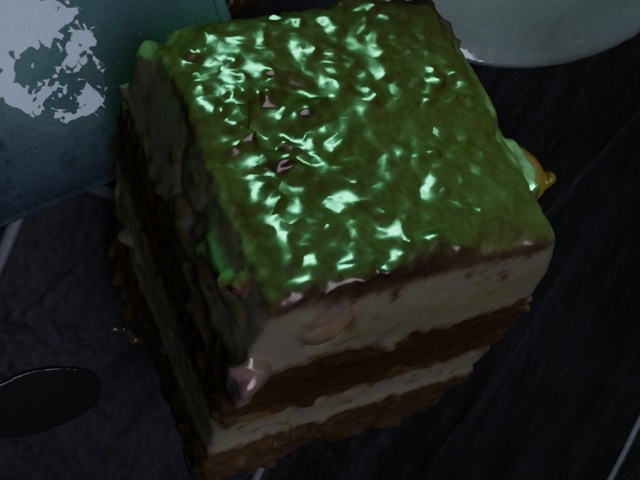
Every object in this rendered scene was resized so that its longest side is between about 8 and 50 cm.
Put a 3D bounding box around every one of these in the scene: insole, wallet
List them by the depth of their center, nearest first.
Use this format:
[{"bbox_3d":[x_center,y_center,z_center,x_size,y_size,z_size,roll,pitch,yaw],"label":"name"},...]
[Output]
[{"bbox_3d":[-0.193,-0.170,0.721,0.251,0.054,0.290,-22,120,-6],"label":"wallet"},{"bbox_3d":[-0.282,0.147,0.844,0.189,0.004,0.064,-7,111,-27],"label":"insole"}]

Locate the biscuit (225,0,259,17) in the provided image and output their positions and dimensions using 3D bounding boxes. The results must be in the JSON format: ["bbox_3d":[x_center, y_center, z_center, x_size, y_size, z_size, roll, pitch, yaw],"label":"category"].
[{"bbox_3d":[-0.099,-0.277,0.769,0.212,0.036,0.212,-11,116,-25],"label":"biscuit"}]

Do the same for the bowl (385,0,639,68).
[{"bbox_3d":[0.175,-0.311,0.825,0.313,0.313,0.146,42,41,-34],"label":"bowl"}]

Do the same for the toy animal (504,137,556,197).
[{"bbox_3d":[0.157,-0.097,0.965,0.083,0.070,0.159,-29,114,30],"label":"toy animal"}]

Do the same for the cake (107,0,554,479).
[{"bbox_3d":[0.000,0.000,0.743,0.282,0.255,0.290,-13,155,-28],"label":"cake"}]
